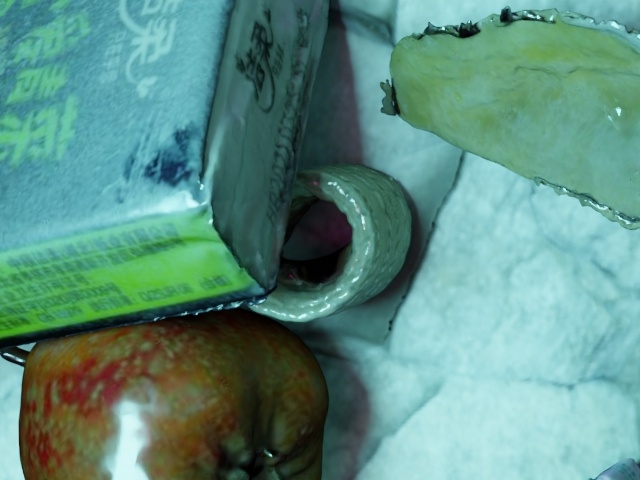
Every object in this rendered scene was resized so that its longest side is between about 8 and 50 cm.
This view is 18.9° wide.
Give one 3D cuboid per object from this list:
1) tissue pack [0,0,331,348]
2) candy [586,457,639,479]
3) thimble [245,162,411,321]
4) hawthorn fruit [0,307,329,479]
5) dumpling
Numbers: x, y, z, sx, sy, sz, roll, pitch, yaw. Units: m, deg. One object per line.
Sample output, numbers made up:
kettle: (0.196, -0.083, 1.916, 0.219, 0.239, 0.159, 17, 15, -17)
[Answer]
tissue pack: (-0.201, -0.067, 1.314, 0.394, 0.124, 0.288, -12, 49, 26)
candy: (0.201, 0.233, 1.244, 0.092, 0.073, 0.160, -38, 77, 24)
thimble: (0.000, 0.000, 1.316, 0.115, 0.090, 0.102, -12, 91, 24)
hawthorn fruit: (-0.122, 0.119, 1.319, 0.248, 0.208, 0.208, 28, 105, 34)
dumpling: (0.194, -0.089, 1.221, 0.332, 0.086, 0.166, 25, 136, 22)
